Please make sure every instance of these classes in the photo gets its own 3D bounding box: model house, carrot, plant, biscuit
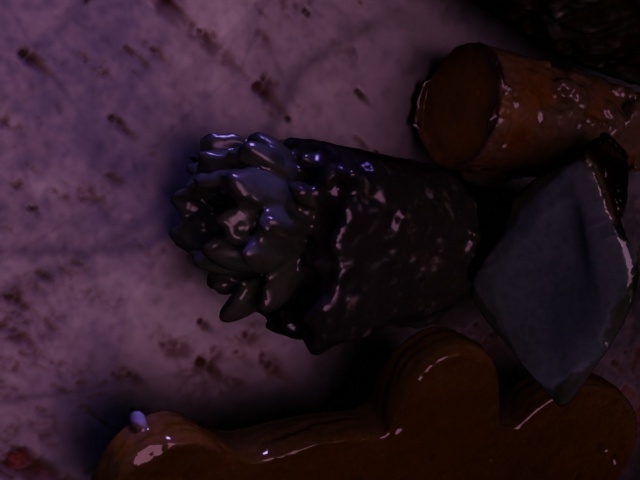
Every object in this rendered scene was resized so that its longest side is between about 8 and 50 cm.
[{"bbox_3d":[0.187,0.004,0.733,0.152,0.106,0.165,-35,156,-58],"label":"model house"},{"bbox_3d":[0.198,-0.090,0.784,0.263,0.102,0.102,3,98,-33],"label":"carrot"},{"bbox_3d":[0.000,0.000,0.673,0.194,0.129,0.132,3,98,-29],"label":"plant"},{"bbox_3d":[0.048,0.188,0.755,0.432,0.064,0.283,-13,122,-23],"label":"biscuit"}]

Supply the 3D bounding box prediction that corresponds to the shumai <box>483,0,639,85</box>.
[{"bbox_3d":[0.256,-0.316,0.666,0.395,0.395,0.348,29,65,-27],"label":"shumai"}]
